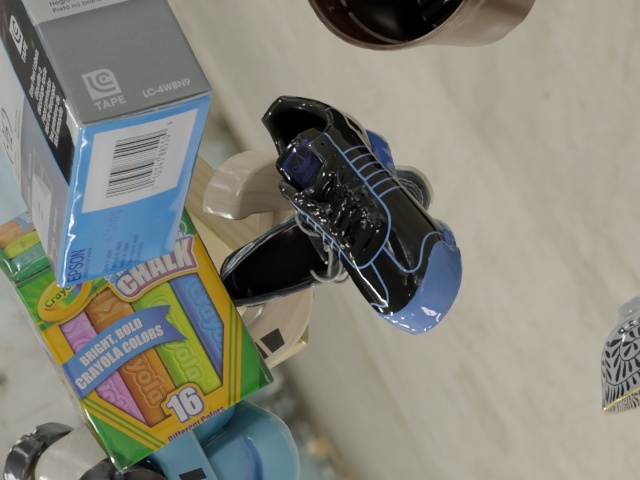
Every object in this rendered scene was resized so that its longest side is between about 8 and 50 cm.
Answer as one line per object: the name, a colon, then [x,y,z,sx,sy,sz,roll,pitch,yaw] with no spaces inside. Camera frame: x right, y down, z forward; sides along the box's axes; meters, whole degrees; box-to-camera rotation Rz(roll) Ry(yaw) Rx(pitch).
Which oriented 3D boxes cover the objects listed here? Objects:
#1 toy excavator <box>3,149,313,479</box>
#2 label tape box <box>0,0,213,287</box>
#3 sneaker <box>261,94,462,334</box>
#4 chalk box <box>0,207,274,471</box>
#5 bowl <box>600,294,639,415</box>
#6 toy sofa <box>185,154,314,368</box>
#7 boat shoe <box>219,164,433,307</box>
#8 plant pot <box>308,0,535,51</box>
toy excavator: [-0.121,0.175,1.847,0.222,0.445,0.433,12,131,56]
label tape box: [-0.214,-0.174,1.336,0.347,0.115,0.249,62,157,21]
sneaker: [0.020,-0.023,1.176,0.090,0.081,0.232,25,-159,-32]
chalk box: [-0.203,0.040,1.628,0.289,0.179,0.180,64,169,-21]
bowl: [0.308,0.082,1.461,0.170,0.170,0.080,89,160,-74]
toy sofa: [-0.177,0.005,2.035,0.362,0.150,0.177,43,-154,-29]
boat shoe: [0.000,0.000,1.764,0.095,0.254,0.079,65,-161,-7]
plant pot: [0.095,-0.229,1.379,0.165,0.167,0.167,1,-125,-60]
